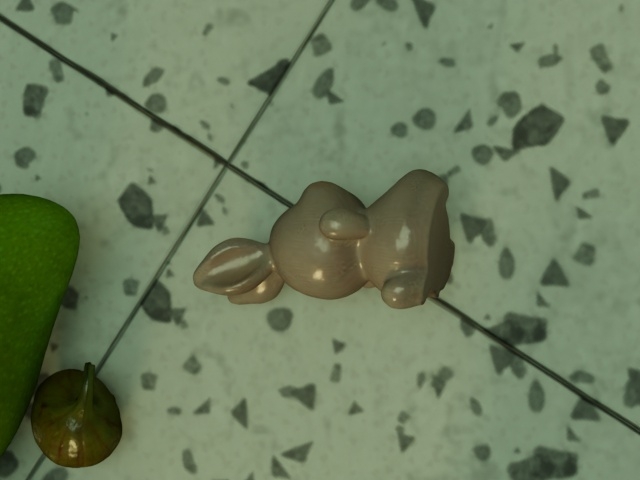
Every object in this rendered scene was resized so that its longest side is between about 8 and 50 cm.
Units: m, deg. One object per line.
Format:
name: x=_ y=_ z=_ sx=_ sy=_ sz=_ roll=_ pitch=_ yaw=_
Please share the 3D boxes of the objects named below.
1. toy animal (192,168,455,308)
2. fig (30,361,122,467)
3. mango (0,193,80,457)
toy animal: x=0.000 y=-0.002 z=0.921 sx=0.213 sy=0.124 sz=0.124 roll=0 pitch=87 yaw=16
fig: x=-0.208 y=0.151 z=0.953 sx=0.082 sy=0.098 sz=0.084 roll=17 pitch=68 yaw=-11
mango: x=-0.327 y=0.103 z=0.944 sx=0.192 sy=0.156 sz=0.343 roll=40 pitch=96 yaw=9
